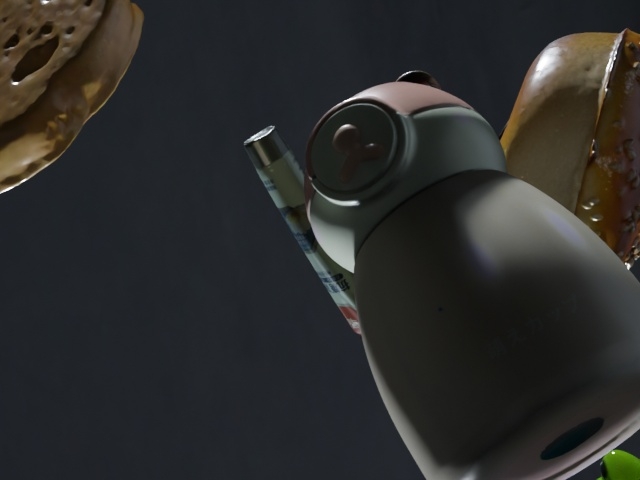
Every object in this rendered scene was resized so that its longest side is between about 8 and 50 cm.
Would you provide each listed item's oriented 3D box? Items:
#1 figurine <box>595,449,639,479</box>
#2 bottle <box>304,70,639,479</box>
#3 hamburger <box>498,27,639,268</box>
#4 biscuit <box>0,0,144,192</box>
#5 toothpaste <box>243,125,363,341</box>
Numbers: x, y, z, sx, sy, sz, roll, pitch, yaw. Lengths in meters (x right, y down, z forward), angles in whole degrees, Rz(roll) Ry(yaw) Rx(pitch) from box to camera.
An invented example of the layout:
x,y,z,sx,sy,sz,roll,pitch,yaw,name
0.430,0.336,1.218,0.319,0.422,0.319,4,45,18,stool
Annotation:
x,y,z,sx,sy,sz,roll,pitch,yaw,name
0.293,0.304,1.112,0.263,0.143,0.162,59,159,26,figurine
0.074,0.013,0.734,0.237,0.147,0.148,59,159,25,bottle
0.218,-0.067,1.113,0.237,0.147,0.237,24,-90,-80,hamburger
-0.267,-0.138,0.995,0.057,0.351,0.312,47,-170,-48,biscuit
0.000,0.000,1.299,0.239,0.039,0.062,60,156,-14,toothpaste
